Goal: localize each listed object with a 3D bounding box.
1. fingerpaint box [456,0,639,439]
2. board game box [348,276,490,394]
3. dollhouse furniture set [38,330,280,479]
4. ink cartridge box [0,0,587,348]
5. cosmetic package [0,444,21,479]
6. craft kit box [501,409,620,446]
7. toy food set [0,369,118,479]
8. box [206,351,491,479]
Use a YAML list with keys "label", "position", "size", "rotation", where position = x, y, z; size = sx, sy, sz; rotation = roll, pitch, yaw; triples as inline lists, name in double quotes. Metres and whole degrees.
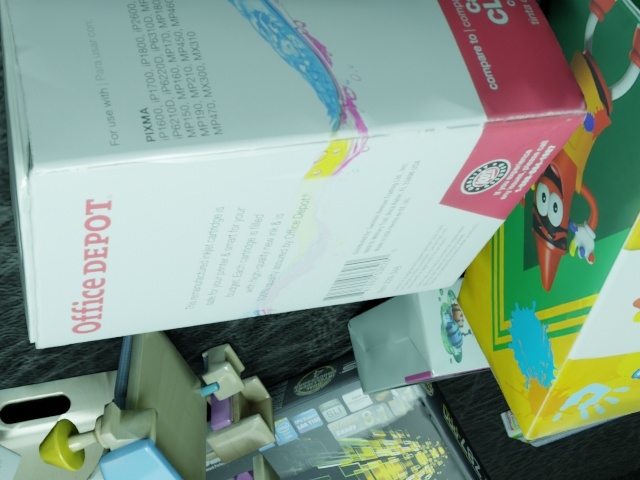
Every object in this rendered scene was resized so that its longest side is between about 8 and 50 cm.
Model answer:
- label: "fingerpaint box"
  position: [0.365, -0.051, 0.695]
  size: [0.444, 0.163, 0.371]
  rotation: [-11, 140, -14]
- label: "board game box"
  position: [0.210, 0.092, 0.997]
  size: [0.303, 0.098, 0.224]
  rotation: [-9, 170, -18]
- label: "dollhouse furniture set"
  position: [-0.190, 0.203, 0.904]
  size: [0.198, 0.286, 0.303]
  rotation: [-22, 126, 9]
- label: "ink cartridge box"
  position: [-0.032, -0.050, 0.559]
  size: [0.306, 0.131, 0.226]
  rotation: [-6, 154, -20]
- label: "cosmetic package"
  position: [-0.413, 0.247, 0.833]
  size: [0.151, 0.151, 0.183]
  rotation: [-33, 122, 31]
- label: "craft kit box"
  position: [0.520, 0.348, 1.841]
  size: [0.249, 0.061, 0.246]
  rotation: [-25, 157, 17]
- label: "toy food set"
  position: [-0.336, 0.253, 1.070]
  size: [0.219, 0.092, 0.306]
  rotation: [-7, 145, -20]
- label: "box"
  position: [0.010, 0.332, 1.211]
  size: [0.394, 0.318, 0.097]
  rotation: [-24, -162, 15]
